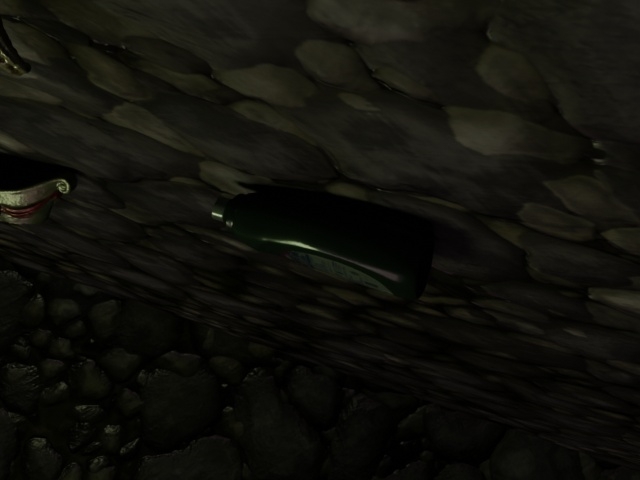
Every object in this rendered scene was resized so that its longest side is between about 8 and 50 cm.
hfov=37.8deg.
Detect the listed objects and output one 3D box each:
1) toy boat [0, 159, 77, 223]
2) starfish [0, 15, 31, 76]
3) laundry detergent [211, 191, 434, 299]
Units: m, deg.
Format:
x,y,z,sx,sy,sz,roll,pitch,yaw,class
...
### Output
x,y,z,sx,sy,sz,roll,pitch,yaw,class
-0.370,-0.065,1.116,0.184,0.071,0.089,14,-150,17,toy boat
-0.226,-0.158,0.448,0.223,0.050,0.217,44,174,-33,starfish
0.000,0.000,0.888,0.210,0.063,0.137,15,174,13,laundry detergent
